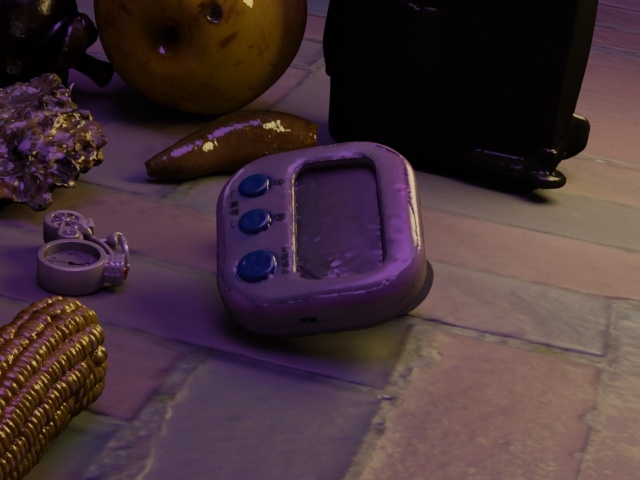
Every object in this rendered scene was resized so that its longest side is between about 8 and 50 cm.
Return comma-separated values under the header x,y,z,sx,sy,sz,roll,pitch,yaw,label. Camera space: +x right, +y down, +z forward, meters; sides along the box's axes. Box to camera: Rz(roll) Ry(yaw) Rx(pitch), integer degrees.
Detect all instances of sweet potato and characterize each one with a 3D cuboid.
x,y,z,sx,sy,sz,roll,pitch,yaw,label
-0.095,-0.114,1.884,0.244,0.077,0.077,-8,26,-38,sweet potato

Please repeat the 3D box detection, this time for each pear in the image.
x,y,z,sx,sy,sz,roll,pitch,yaw,label
-0.153,-0.289,2.057,0.281,0.280,0.280,7,21,-3,pear

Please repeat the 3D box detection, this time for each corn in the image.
x,y,z,sx,sy,sz,roll,pitch,yaw,label
-0.234,0.126,1.182,0.101,0.101,0.291,13,24,12,corn

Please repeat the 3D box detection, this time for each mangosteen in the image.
x,y,z,sx,sy,sz,roll,pitch,yaw,label
-0.362,-0.267,2.061,0.184,0.172,0.172,17,22,21,mangosteen

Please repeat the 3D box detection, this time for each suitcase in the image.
x,y,z,sx,sy,sz,roll,pitch,yaw,label
0.171,-0.253,1.973,0.339,0.345,0.188,13,26,12,suitcase

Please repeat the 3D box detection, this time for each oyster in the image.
x,y,z,sx,sy,sz,roll,pitch,yaw,label
-0.325,-0.105,1.762,0.198,0.092,0.259,8,23,11,oyster

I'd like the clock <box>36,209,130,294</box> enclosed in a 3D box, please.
x,y,z,sx,sy,sz,roll,pitch,yaw,label
-0.228,0.010,1.557,0.087,0.041,0.129,-1,27,-13,clock

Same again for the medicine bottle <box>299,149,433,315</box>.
x,y,z,sx,sy,sz,roll,pitch,yaw,label
0.026,-0.007,1.624,0.090,0.090,0.217,-6,31,-32,medicine bottle

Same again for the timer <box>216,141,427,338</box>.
x,y,z,sx,sy,sz,roll,pitch,yaw,label
0.000,0.000,1.511,0.191,0.069,0.208,-8,44,6,timer
